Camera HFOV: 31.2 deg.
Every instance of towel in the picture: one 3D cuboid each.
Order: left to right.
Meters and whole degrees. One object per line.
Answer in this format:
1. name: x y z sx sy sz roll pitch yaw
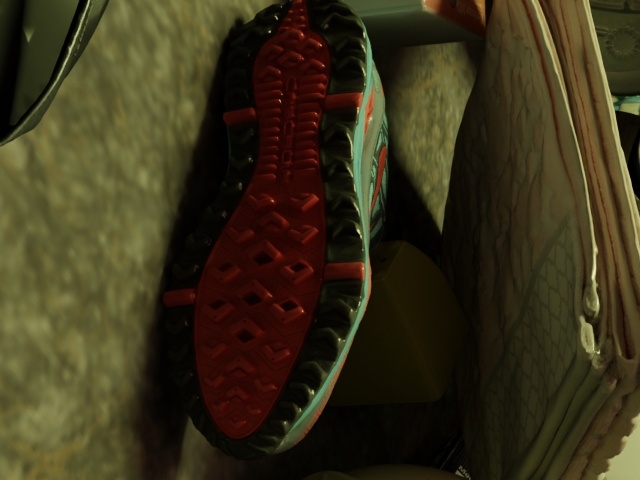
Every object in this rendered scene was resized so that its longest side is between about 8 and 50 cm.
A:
1. towel: 0.128 0.026 0.748 0.332 0.053 0.317 96 -7 -54

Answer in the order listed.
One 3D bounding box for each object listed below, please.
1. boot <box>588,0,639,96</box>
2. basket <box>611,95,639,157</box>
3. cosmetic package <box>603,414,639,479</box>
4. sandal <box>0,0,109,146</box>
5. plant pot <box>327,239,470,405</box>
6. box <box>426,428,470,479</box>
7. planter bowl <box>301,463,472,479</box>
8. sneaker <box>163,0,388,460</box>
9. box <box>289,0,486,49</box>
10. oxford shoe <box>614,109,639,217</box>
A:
1. boot: 0.299 -0.169 0.981 0.445 0.146 0.367 60 41 -57
2. basket: 0.508 -0.167 1.551 0.289 0.255 0.201 -33 117 -49
3. cosmetic package: 0.330 0.053 0.939 0.155 0.365 0.197 57 -3 -15
4. sandal: -0.123 -0.073 0.416 0.097 0.054 0.254 64 34 -42
5. plant pot: 0.038 0.048 0.735 0.081 0.081 0.083 -58 133 -50
6. box: 0.140 0.251 0.860 0.190 0.045 0.184 49 31 5
7. planter bowl: 0.028 0.191 0.637 0.109 0.162 0.162 33 54 -28
8. sneaker: 0.000 0.000 0.623 0.125 0.104 0.262 53 42 -54
9. box: 0.045 -0.219 0.745 0.130 0.091 0.170 -3 91 -65
10. oxford shoe: 0.319 -0.008 1.245 0.097 0.098 0.271 -42 126 -55
